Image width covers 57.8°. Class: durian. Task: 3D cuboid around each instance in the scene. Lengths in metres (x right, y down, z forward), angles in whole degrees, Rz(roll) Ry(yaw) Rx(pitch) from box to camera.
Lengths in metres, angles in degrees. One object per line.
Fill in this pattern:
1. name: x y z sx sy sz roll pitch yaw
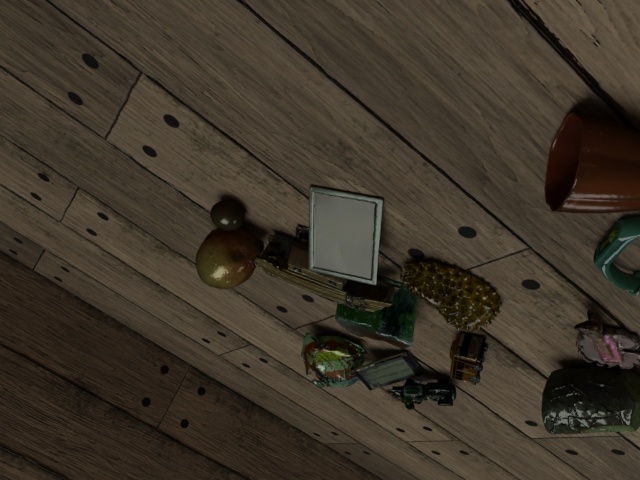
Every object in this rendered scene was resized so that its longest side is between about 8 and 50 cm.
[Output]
1. durian: 0.384 0.169 1.672 0.341 0.112 0.191 37 148 -15

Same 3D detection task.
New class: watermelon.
1. watermelon: 0.191 0.259 1.897 0.265 0.151 0.301 13 146 18

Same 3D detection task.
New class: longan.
1. longan: -0.287 -0.076 1.792 0.114 0.092 0.113 13 168 3

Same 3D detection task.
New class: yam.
1. yam: 0.830 0.477 1.741 0.271 0.203 0.201 -5 102 46

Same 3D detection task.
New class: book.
1. book: 0.262 0.504 2.241 0.231 0.026 0.157 -22 131 17

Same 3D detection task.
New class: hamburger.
1. hamburger: 0.057 0.465 2.324 0.261 0.150 0.275 -3 128 10

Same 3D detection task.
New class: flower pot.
1. flower pot: 0.533 -0.133 1.082 0.174 0.190 0.190 10 147 2

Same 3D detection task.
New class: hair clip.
1. hair clip: 0.772 0.270 1.591 0.173 0.069 0.300 -4 148 41

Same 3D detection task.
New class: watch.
1. watch: 0.724 0.033 1.289 0.195 0.068 0.237 19 144 6

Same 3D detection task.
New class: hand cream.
1. hand cream: 0.000 0.000 1.763 0.163 0.039 0.062 23 151 14

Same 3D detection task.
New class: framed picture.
1. framed picture: 0.066 -0.013 1.611 0.217 0.017 0.274 13 120 18

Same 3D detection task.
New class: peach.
1. peach: -0.283 0.052 1.870 0.233 0.232 0.232 18 147 12

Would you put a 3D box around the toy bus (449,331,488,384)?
1. toy bus: 0.492 0.393 1.941 0.114 0.098 0.201 13 148 18

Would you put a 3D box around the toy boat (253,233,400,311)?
1. toy boat: 0.021 0.093 1.768 0.446 0.135 0.162 22 143 11

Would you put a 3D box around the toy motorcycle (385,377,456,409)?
1. toy motorcycle: 0.405 0.595 2.262 0.275 0.124 0.187 -10 156 33
